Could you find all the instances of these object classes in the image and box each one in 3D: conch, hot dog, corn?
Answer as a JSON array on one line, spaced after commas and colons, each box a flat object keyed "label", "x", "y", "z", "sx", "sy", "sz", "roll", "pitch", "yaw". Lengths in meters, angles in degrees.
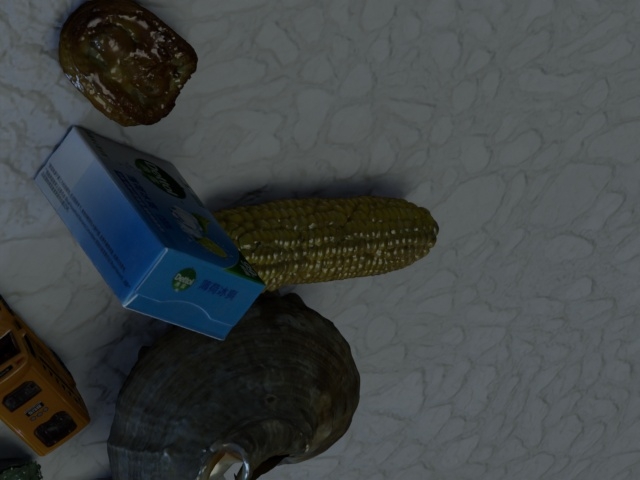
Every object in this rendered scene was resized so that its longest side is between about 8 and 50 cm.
[{"label": "conch", "x": -0.116, "y": 0.176, "z": 1.752, "sx": 0.297, "sy": 0.210, "sz": 0.352, "roll": -43, "pitch": 168, "yaw": 9}, {"label": "hot dog", "x": -0.168, "y": -0.155, "z": 1.509, "sx": 0.099, "sy": 0.065, "sz": 0.147, "roll": -50, "pitch": 140, "yaw": -2}, {"label": "corn", "x": 0.000, "y": 0.000, "z": 1.766, "sx": 0.291, "sy": 0.101, "sz": 0.101, "roll": -7, "pitch": 131, "yaw": -33}]

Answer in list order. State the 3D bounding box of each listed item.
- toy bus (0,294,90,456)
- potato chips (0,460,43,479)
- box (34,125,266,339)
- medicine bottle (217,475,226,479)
[{"label": "toy bus", "x": -0.303, "y": 0.130, "z": 1.656, "sx": 0.083, "sy": 0.088, "sz": 0.194, "roll": -36, "pitch": 142, "yaw": -3}, {"label": "potato chips", "x": -0.375, "y": 0.278, "z": 1.768, "sx": 0.228, "sy": 0.059, "sz": 0.167, "roll": 9, "pitch": 130, "yaw": -44}, {"label": "box", "x": -0.157, "y": -0.007, "z": 1.555, "sx": 0.139, "sy": 0.194, "sz": 0.073, "roll": 21, "pitch": 112, "yaw": -48}, {"label": "medicine bottle", "x": -0.195, "y": 0.313, "z": 1.906, "sx": 0.191, "sy": 0.107, "sz": 0.107, "roll": -31, "pitch": 141, "yaw": -10}]
